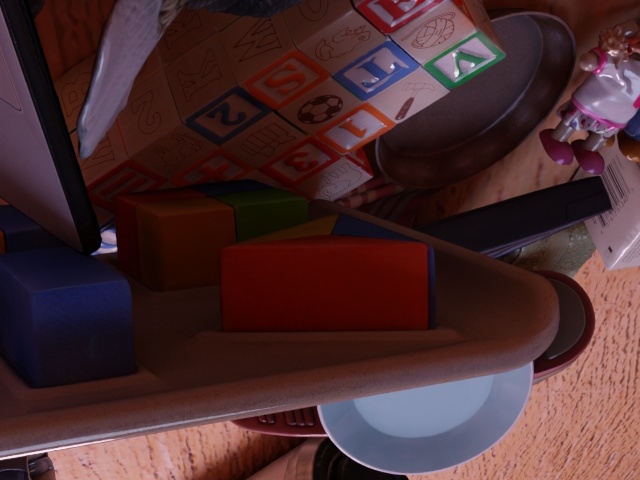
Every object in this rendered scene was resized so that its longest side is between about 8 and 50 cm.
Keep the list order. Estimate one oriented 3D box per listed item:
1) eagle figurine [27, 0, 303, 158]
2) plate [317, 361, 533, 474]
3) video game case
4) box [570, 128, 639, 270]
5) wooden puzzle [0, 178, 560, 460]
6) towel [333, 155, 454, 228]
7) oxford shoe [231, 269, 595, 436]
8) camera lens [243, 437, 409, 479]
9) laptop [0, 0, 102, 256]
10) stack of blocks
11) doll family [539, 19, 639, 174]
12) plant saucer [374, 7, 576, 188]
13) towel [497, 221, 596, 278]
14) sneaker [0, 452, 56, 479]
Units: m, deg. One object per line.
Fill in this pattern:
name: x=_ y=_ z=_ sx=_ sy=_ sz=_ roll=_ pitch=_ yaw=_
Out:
eagle figurine: x=-0.031 y=-0.196 z=0.663 sx=0.298 sy=0.226 sz=0.225 roll=-14 pitch=131 yaw=-2
plate: x=0.088 y=0.119 z=1.232 sx=0.188 sy=0.024 sz=0.188 roll=-4 pitch=119 yaw=-8
video game case: x=0.048 y=0.027 z=1.129 sx=0.274 sy=0.035 sz=0.248 roll=-16 pitch=173 yaw=-32
box: x=0.366 y=-0.055 z=1.260 sx=0.275 sy=0.094 sz=0.113 roll=-7 pitch=150 yaw=-24
wooden puzzle: x=-0.097 y=0.025 z=0.783 sx=0.347 sy=0.081 sz=0.322 roll=-12 pitch=-165 yaw=-22
towel: x=0.000 y=0.000 z=1.131 sx=0.197 sy=0.029 sz=0.144 roll=-20 pitch=163 yaw=-23
oxford shoe: x=0.081 y=0.122 z=1.342 sx=0.348 sy=0.123 sz=0.130 roll=-10 pitch=161 yaw=5
camera lens: x=-0.025 y=0.356 z=1.596 sx=0.274 sy=0.219 sz=0.219 roll=-36 pitch=148 yaw=27
laptop: x=-0.335 y=-0.117 z=0.559 sx=0.236 sy=0.408 sz=0.382 roll=-49 pitch=160 yaw=-21
stack of blocks: x=-0.035 y=-0.091 z=0.941 sx=0.297 sy=0.087 sz=0.171 roll=-31 pitch=150 yaw=20
doll family: x=0.289 y=-0.124 z=1.090 sx=0.263 sy=0.118 sz=0.163 roll=16 pitch=133 yaw=-24
plant saucer: x=0.106 y=-0.106 z=1.044 sx=0.168 sy=0.029 sz=0.168 roll=-24 pitch=147 yaw=-17
towel: x=0.200 y=0.030 z=1.372 sx=0.110 sy=0.027 sz=0.148 roll=-7 pitch=149 yaw=-24
sneaker: x=-0.335 y=0.265 z=1.375 sx=0.163 sy=0.086 sz=0.226 roll=-2 pitch=146 yaw=-26
